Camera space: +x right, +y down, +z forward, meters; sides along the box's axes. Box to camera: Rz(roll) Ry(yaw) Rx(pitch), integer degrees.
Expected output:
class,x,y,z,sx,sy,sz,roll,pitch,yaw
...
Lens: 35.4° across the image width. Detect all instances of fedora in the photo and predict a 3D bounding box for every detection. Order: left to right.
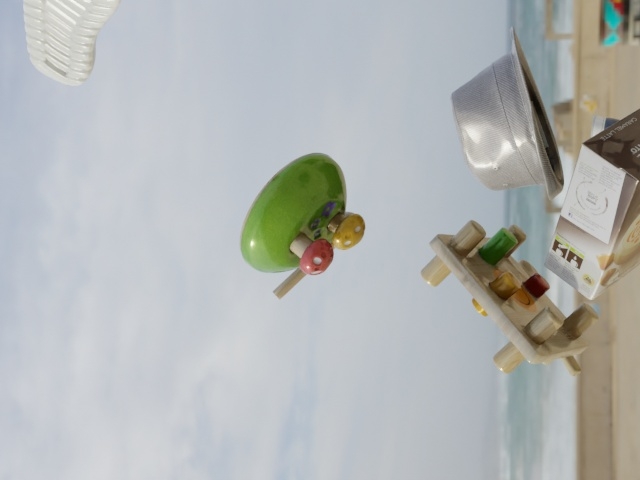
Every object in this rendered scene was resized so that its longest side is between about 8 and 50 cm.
class,x,y,z,sx,sy,sz,roll,pitch,yaw
fedora,0.269,-0.170,1.486,0.275,0.124,0.244,44,-146,-57

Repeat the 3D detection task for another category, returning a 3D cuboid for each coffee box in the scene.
class,x,y,z,sx,sy,sz,roll,pitch,yaw
coffee box,0.429,-0.050,1.454,0.141,0.098,0.247,-31,-35,-28

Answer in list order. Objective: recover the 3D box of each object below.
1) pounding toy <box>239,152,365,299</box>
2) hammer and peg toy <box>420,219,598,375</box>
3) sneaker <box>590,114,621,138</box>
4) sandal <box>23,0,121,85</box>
class,x,y,z,sx,sy,sz,roll,pitch,yaw
pounding toy,0.000,0.000,1.352,0.183,0.110,0.237,-47,-27,-11
hammer and peg toy,0.343,0.094,1.668,0.266,0.127,0.361,52,-157,23
sneaker,0.606,-0.130,1.969,0.086,0.163,0.226,-63,-24,-52
sandal,-0.437,-0.430,1.762,0.416,0.169,0.102,-46,22,55
